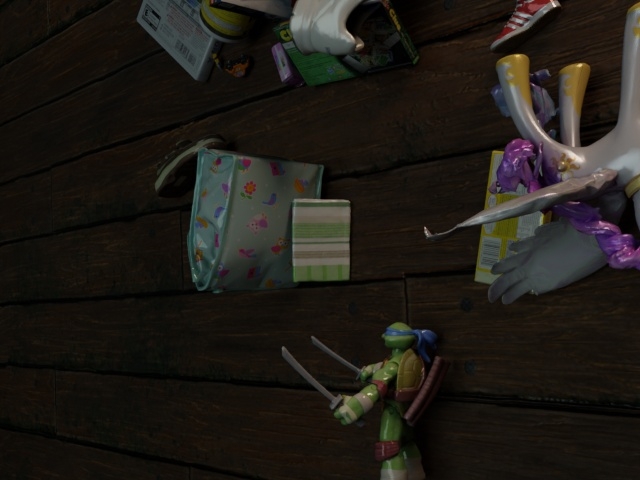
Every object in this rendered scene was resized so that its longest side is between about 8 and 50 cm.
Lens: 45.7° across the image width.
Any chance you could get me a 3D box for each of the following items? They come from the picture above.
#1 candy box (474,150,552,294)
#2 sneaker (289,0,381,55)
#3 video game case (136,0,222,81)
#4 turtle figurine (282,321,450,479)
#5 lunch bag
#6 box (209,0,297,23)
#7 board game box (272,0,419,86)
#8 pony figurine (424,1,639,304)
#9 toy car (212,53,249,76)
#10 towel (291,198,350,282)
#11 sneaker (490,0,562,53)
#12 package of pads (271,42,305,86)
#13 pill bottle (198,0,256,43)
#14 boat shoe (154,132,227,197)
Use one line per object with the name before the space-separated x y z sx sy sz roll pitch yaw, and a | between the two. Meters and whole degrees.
candy box | 0.296 -0.030 1.151 0.105 0.027 0.206 12 98 41
sneaker | 0.056 -0.432 1.218 0.129 0.111 0.297 20 98 28
video game case | -0.297 -0.574 1.756 0.329 0.036 0.300 47 120 36
turtle figurine | 0.074 0.276 1.253 0.198 0.274 0.266 156 107 -78
lunch bag | -0.126 -0.030 1.436 0.160 0.223 0.262 18 104 50
box | -0.093 -0.491 1.408 0.044 0.233 0.159 0 88 52
board game box | 0.041 -0.353 1.356 0.259 0.136 0.030 0 47 44
pony figurine | 0.331 -0.080 0.969 0.351 0.303 0.364 -17 65 29
toy car | -0.188 -0.385 1.654 0.122 0.060 0.040 46 166 54
towel | 0.000 0.000 1.395 0.023 0.113 0.152 -175 85 -72
sneaker | 0.298 -0.339 1.147 0.118 0.042 0.067 -34 70 31
package of pads | -0.063 -0.347 1.503 0.032 0.050 0.083 -32 66 34
pill bottle | -0.164 -0.509 1.527 0.208 0.119 0.119 -52 53 51
boat shoe | -0.303 -0.189 1.711 0.257 0.095 0.095 -29 63 41
